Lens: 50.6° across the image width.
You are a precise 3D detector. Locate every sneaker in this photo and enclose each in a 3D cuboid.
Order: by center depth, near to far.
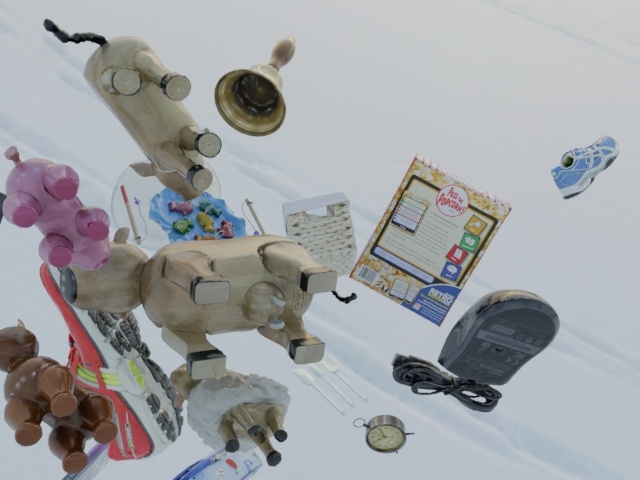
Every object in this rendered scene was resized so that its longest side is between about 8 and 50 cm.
[{"bbox_3d":[-0.279,0.149,0.824,0.279,0.118,0.107,63,7,-5],"label":"sneaker"},{"bbox_3d":[0.606,-0.185,1.547,0.211,0.080,0.081,-43,97,-26],"label":"sneaker"}]

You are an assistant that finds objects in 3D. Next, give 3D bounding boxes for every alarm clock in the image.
[{"bbox_3d":[0.190,0.604,2.150,0.192,0.129,0.064,25,29,-15],"label":"alarm clock"}]

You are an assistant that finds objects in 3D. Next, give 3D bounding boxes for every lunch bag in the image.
[{"bbox_3d":[-0.290,0.582,1.591,0.115,0.303,0.243,53,28,12],"label":"lunch bag"}]

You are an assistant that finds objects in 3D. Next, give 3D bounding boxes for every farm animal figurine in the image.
[{"bbox_3d":[-0.129,0.018,0.593,0.326,0.330,0.172,17,10,-34],"label":"farm animal figurine"}]

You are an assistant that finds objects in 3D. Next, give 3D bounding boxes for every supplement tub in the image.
[{"bbox_3d":[-0.380,-0.103,1.688,0.235,0.236,0.325,18,9,-5],"label":"supplement tub"}]

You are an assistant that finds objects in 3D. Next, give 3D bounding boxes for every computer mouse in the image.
[{"bbox_3d":[0.243,0.149,1.013,0.188,0.272,0.072,22,43,-12],"label":"computer mouse"}]

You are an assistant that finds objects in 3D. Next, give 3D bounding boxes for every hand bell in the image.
[{"bbox_3d":[-0.084,-0.301,1.200,0.126,0.126,0.242,21,44,1],"label":"hand bell"}]

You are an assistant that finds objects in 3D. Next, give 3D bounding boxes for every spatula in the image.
[{"bbox_3d":[0.041,0.476,2.246,0.242,0.019,0.168,37,31,32],"label":"spatula"}]

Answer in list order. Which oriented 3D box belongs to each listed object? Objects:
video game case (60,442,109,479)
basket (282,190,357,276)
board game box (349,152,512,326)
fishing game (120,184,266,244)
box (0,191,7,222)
[{"bbox_3d":[-0.530,0.526,1.396,0.026,0.196,0.274,39,47,6],"label":"video game case"},{"bbox_3d":[0.000,0.000,1.156,0.113,0.167,0.103,-11,71,-4],"label":"basket"},{"bbox_3d":[0.148,0.000,0.933,0.146,0.194,0.045,29,18,3],"label":"board game box"},{"bbox_3d":[-0.200,-0.034,1.150,0.264,0.041,0.189,8,41,-36],"label":"fishing game"},{"bbox_3d":[-0.793,0.027,1.244,0.343,0.313,0.179,3,-16,29],"label":"box"}]
